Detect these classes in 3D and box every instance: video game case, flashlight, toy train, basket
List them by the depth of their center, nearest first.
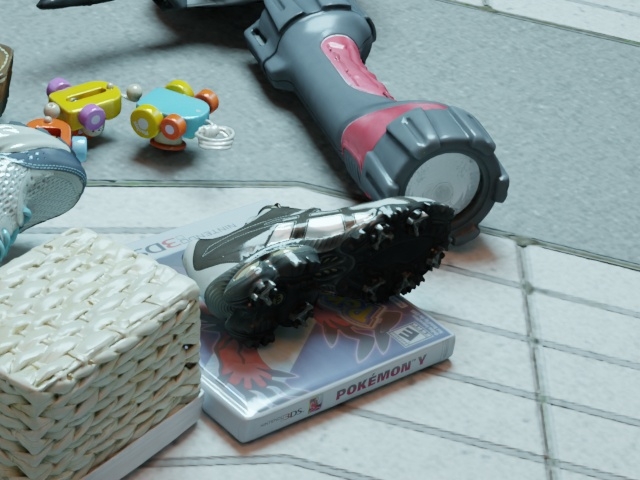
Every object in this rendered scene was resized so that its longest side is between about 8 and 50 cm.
[{"bbox_3d":[-0.155,0.077,1.135,0.113,0.103,0.167,24,35,25],"label":"basket"},{"bbox_3d":[-0.043,0.046,1.291,0.183,0.023,0.201,-19,42,-38],"label":"video game case"},{"bbox_3d":[-0.151,-0.074,1.440,0.166,0.046,0.125,-2,34,-12],"label":"toy train"},{"bbox_3d":[0.042,-0.110,1.496,0.103,0.103,0.304,22,22,-31],"label":"flashlight"}]

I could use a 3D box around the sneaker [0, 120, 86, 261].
[{"bbox_3d":[-0.248,0.021,1.232,0.122,0.110,0.283,45,46,19],"label":"sneaker"}]

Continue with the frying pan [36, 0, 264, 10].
[{"bbox_3d":[-0.070,-0.219,1.617,0.197,0.053,0.326,-5,16,25],"label":"frying pan"}]

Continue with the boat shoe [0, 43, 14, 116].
[{"bbox_3d":[-0.390,-0.150,1.424,0.324,0.120,0.122,6,32,-5],"label":"boat shoe"}]

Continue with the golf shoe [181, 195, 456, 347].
[{"bbox_3d":[0.000,0.000,1.283,0.198,0.077,0.094,-15,38,-36],"label":"golf shoe"}]
